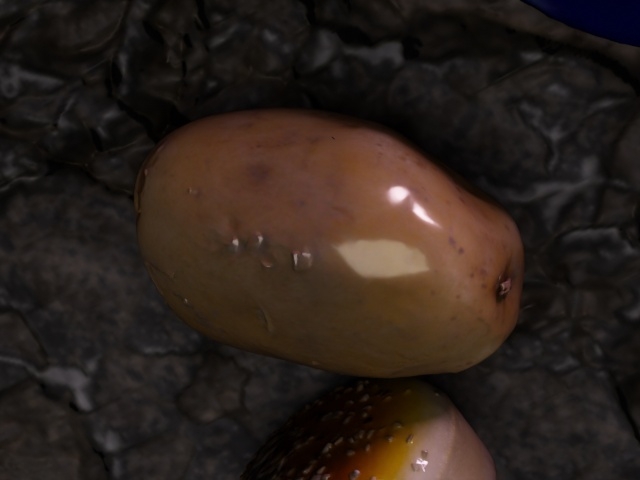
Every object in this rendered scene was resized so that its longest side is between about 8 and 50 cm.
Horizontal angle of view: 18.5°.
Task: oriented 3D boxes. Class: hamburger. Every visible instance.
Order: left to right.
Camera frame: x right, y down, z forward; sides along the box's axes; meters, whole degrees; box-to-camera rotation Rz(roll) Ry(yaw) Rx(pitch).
[{"bbox_3d":[0.011,0.121,0.893,0.081,0.126,0.141,39,133,-17],"label":"hamburger"}]

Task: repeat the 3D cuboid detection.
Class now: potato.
[{"bbox_3d":[0.000,0.000,0.854,0.178,0.118,0.109,10,78,17],"label":"potato"}]

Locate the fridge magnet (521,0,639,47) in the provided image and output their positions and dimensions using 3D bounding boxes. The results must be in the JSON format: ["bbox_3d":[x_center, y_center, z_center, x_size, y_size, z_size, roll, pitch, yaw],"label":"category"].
[{"bbox_3d":[0.150,-0.201,0.751,0.265,0.112,0.265,2,112,5],"label":"fridge magnet"}]
